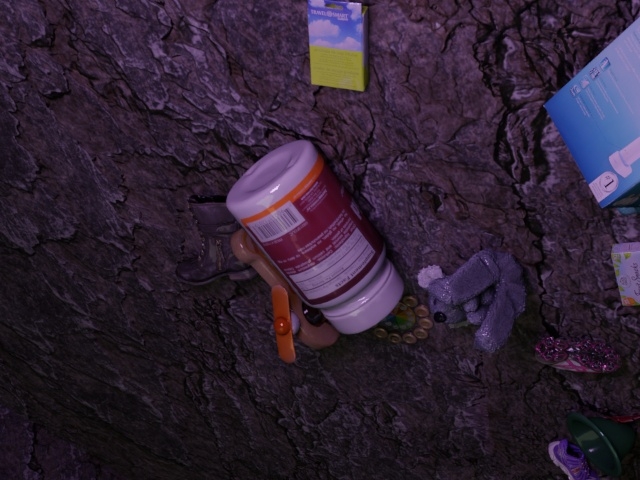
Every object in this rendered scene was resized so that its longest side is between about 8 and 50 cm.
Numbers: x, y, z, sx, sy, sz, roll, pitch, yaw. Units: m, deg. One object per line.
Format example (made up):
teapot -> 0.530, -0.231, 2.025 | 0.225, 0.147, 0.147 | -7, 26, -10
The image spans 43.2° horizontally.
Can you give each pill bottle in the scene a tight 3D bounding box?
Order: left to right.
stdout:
pill bottle -> 0.000, 0.000, 1.725 | 0.224, 0.224, 0.392 | -19, 119, 37

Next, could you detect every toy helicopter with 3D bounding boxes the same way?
toy helicopter -> -0.084, 0.117, 1.862 | 0.140, 0.235, 0.355 | -27, 114, 40

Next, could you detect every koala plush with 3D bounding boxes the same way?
koala plush -> 0.314, 0.123, 1.749 | 0.196, 0.203, 0.221 | 48, 154, -8

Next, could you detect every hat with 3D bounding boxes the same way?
hat -> 0.723, 0.443, 1.922 | 0.173, 0.183, 0.208 | 65, 167, -23

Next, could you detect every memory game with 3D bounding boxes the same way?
memory game -> 0.182, 0.185, 1.954 | 0.186, 0.012, 0.186 | 14, 134, 15

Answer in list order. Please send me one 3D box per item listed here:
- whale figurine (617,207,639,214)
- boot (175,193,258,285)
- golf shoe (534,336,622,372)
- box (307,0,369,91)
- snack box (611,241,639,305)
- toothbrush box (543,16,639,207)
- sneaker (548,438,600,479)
whale figurine -> 0.633, -0.059, 1.429 | 0.216, 0.141, 0.272 | -5, 125, 28
boot -> -0.271, -0.011, 1.956 | 0.262, 0.091, 0.229 | -6, 121, 25
golf shoe -> 0.574, 0.259, 1.808 | 0.186, 0.068, 0.086 | 10, 159, 17
box -> 0.034, -0.370, 1.506 | 0.109, 0.042, 0.178 | 11, 133, 16
snack box -> 0.643, 0.066, 1.611 | 0.100, 0.037, 0.141 | -5, 126, 30
toothbrush box -> 0.534, -0.218, 1.272 | 0.295, 0.126, 0.216 | -48, 55, 44
sneaker -> 0.649, 0.565, 2.037 | 0.170, 0.068, 0.071 | 42, 128, -13
